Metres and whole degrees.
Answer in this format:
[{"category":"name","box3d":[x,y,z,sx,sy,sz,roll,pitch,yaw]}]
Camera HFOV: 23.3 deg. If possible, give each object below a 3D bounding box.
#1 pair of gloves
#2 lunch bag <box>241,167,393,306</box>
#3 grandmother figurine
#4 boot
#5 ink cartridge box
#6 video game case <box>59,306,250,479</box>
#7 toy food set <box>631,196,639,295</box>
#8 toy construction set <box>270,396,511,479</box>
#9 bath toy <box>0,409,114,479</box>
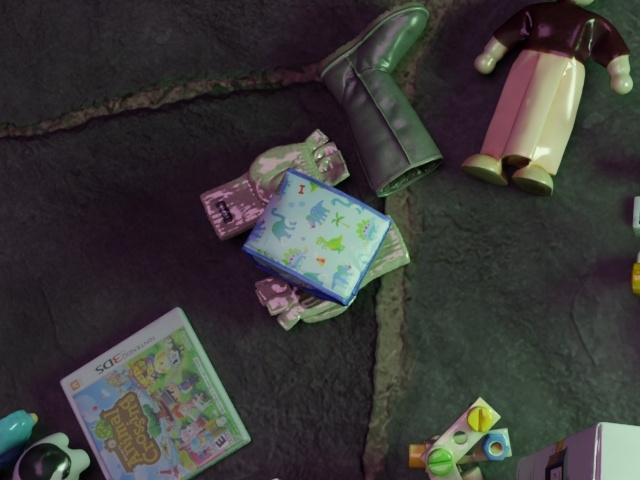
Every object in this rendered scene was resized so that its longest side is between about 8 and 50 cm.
[{"category":"pair of gloves","box3d":[-0.020,-0.012,2.046,0.204,0.042,0.240,-34,73,-2]},{"category":"lunch bag","box3d":[0.000,0.000,1.969,0.151,0.096,0.129,24,79,22]},{"category":"grandmother figurine","box3d":[0.302,-0.233,1.995,0.208,0.104,0.342,15,81,11]},{"category":"boot","box3d":[0.105,-0.187,2.050,0.190,0.076,0.208,-38,59,17]},{"category":"ink cartridge box","box3d":[0.346,0.284,1.688,0.201,0.278,0.117,8,73,-8]},{"category":"video game case","box3d":[-0.220,0.224,2.043,0.193,0.023,0.212,-32,67,5]},{"category":"toy food set","box3d":[0.439,-0.037,1.882,0.104,0.111,0.232,2,71,17]},{"category":"toy construction set","box3d":[0.089,0.332,1.849,0.328,0.151,0.215,-20,93,18]},{"category":"bath toy","box3d":[-0.316,0.367,1.970,0.348,0.129,0.151,33,123,23]}]
